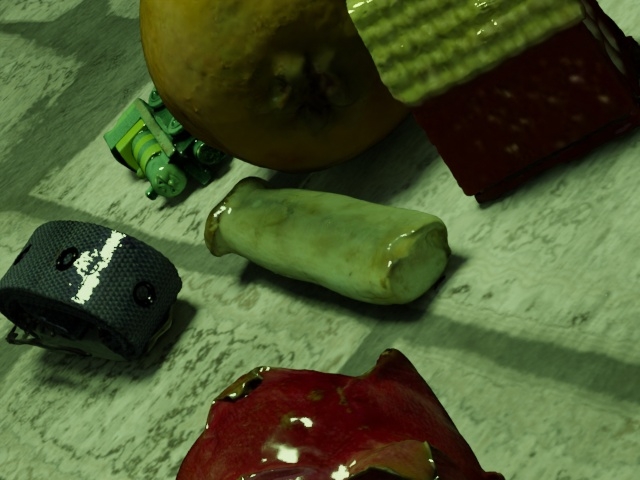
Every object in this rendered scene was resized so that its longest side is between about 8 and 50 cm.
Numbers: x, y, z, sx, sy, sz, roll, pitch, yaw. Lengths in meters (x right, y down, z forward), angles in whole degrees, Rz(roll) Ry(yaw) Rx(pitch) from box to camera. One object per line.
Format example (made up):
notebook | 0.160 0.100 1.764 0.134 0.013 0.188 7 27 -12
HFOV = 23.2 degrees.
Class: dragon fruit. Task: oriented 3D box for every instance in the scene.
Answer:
dragon fruit | 0.008 0.198 1.059 0.250 0.250 0.315 -32 13 12

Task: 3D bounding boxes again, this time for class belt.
belt | -0.252 0.063 1.639 0.230 0.139 0.126 2 54 48

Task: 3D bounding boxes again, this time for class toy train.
toy train | -0.180 -0.118 1.868 0.132 0.083 0.200 -48 28 6

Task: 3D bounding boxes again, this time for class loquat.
loquat | -0.028 -0.230 1.598 0.328 0.328 0.328 -28 31 19

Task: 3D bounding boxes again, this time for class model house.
model house | 0.155 -0.190 1.403 0.196 0.254 0.160 -27 35 22

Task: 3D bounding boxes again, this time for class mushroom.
mushroom | 0.000 0.000 1.494 0.312 0.081 0.100 14 61 51
